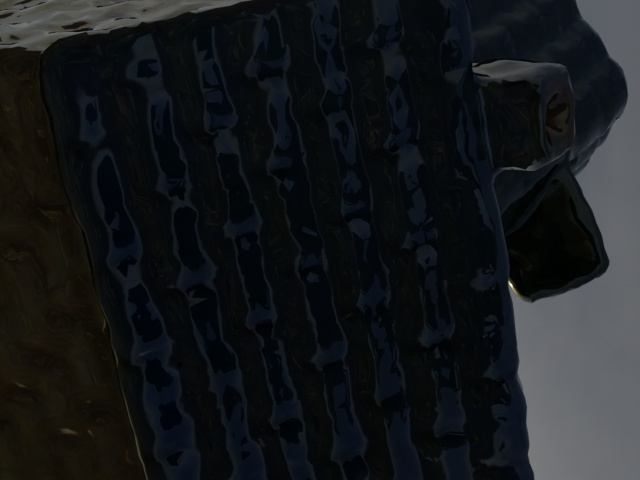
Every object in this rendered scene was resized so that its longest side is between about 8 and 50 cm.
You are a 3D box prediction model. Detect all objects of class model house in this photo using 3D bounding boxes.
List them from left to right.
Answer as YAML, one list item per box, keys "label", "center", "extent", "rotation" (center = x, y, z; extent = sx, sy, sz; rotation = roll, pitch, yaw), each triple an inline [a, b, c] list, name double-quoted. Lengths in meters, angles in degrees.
- label: "model house"
  center: [0.000, 0.000, 0.778]
  extent: [0.400, 0.445, 0.395]
  rotation: [0, -68, 32]
